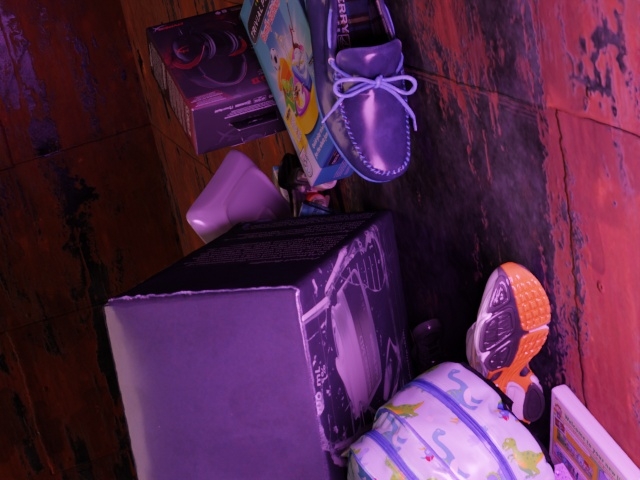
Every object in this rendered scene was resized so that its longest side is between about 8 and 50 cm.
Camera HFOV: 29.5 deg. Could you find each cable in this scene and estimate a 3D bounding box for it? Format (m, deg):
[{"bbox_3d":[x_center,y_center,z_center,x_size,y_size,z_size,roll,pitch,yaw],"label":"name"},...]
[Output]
[{"bbox_3d":[-0.028,-0.096,2.198,0.287,0.072,0.139,-166,85,-80],"label":"cable"}]

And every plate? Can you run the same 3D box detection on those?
[{"bbox_3d":[-0.101,-0.013,2.201,0.277,0.045,0.278,51,-150,-16],"label":"plate"}]

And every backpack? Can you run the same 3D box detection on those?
[{"bbox_3d":[0.163,0.307,1.500,0.290,0.273,0.355,54,148,26],"label":"backpack"}]

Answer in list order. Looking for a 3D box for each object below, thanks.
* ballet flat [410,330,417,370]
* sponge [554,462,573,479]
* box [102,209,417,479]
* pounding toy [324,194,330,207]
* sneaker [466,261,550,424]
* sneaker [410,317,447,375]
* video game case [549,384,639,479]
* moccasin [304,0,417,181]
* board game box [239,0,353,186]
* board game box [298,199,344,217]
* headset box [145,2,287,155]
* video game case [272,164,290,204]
[{"bbox_3d":[0.115,0.143,2.019,0.067,0.073,0.206,-1,-105,-79],"label":"ballet flat"},{"bbox_3d":[0.330,0.393,1.511,0.117,0.031,0.210,96,153,-56],"label":"sponge"},{"bbox_3d":[-0.051,0.241,1.793,0.472,0.297,0.480,-36,-62,-66],"label":"box"},{"bbox_3d":[0.000,0.000,2.131,0.100,0.141,0.130,54,171,-9],"label":"pounding toy"},{"bbox_3d":[0.224,0.122,1.557,0.121,0.099,0.262,-120,21,-49],"label":"sneaker"},{"bbox_3d":[0.176,0.189,1.867,0.170,0.051,0.089,92,157,-63],"label":"sneaker"},{"bbox_3d":[0.343,0.311,1.483,0.212,0.023,0.193,-126,23,-50],"label":"video game case"},{"bbox_3d":[0.048,-0.248,1.670,0.342,0.138,0.117,71,160,1],"label":"moccasin"},{"bbox_3d":[-0.017,-0.289,1.913,0.254,0.079,0.336,121,129,-65],"label":"board game box"},{"bbox_3d":[0.003,0.038,2.032,0.026,0.126,0.186,-60,-10,-70],"label":"board game box"},{"bbox_3d":[-0.163,-0.287,2.176,0.110,0.218,0.293,89,158,-45],"label":"headset box"},{"bbox_3d":[-0.061,-0.059,2.415,0.119,0.015,0.166,101,149,-81],"label":"video game case"}]
